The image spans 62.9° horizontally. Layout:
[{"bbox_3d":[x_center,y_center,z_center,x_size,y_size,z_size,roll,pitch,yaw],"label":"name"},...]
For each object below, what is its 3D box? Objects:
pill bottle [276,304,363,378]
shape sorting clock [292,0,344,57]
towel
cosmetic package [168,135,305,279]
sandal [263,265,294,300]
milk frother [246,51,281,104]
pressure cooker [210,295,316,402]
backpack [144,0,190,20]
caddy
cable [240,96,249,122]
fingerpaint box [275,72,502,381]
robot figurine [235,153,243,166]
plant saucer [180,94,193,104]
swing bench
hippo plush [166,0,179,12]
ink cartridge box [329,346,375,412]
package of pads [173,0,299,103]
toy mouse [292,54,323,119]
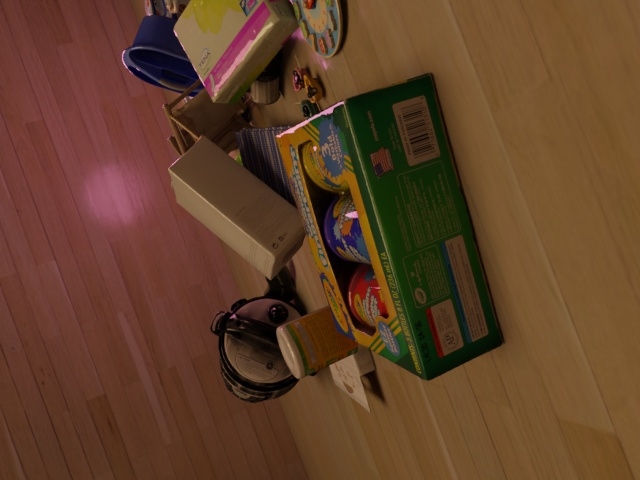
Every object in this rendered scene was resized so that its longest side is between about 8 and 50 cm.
[{"bbox_3d":[0.026,0.233,1.302,0.136,0.245,0.136,56,158,36],"label":"pill bottle"},{"bbox_3d":[-0.014,-0.455,1.005,0.206,0.040,0.206,56,158,37],"label":"shape sorting clock"},{"bbox_3d":[-0.119,-0.198,1.454,0.335,0.040,0.244,13,120,52],"label":"towel"},{"bbox_3d":[-0.231,-0.086,1.474,0.385,0.156,0.217,41,158,6],"label":"cosmetic package"},{"bbox_3d":[-0.157,0.156,2.025,0.303,0.120,0.086,99,174,-54],"label":"sandal"},{"bbox_3d":[-0.156,-0.457,1.362,0.135,0.129,0.143,102,-173,-58],"label":"milk frother"},{"bbox_3d":[-0.218,0.410,2.022,0.420,0.369,0.376,112,138,-64],"label":"pressure cooker"},{"bbox_3d":[-0.492,-0.793,1.796,0.263,0.213,0.277,-25,85,64],"label":"backpack"},{"bbox_3d":[-0.471,-0.583,1.733,0.241,0.340,0.179,155,125,-66],"label":"caddy"},{"bbox_3d":[-0.297,-0.480,1.801,0.185,0.047,0.150,68,162,8],"label":"cable"},{"bbox_3d":[0.097,-0.023,0.950,0.371,0.163,0.445,10,118,70],"label":"fingerpaint box"},{"bbox_3d":[-0.273,-0.280,1.895,0.115,0.066,0.101,-158,81,-87],"label":"robot figurine"},{"bbox_3d":[-0.469,-0.522,2.069,0.401,0.100,0.400,60,171,17],"label":"plant saucer"},{"bbox_3d":[-0.332,-0.371,1.616,0.165,0.253,0.255,40,157,3],"label":"swing bench"},{"bbox_3d":[-0.307,-0.700,1.273,0.294,0.236,0.235,4,113,71],"label":"hippo plush"},{"bbox_3d":[0.083,0.358,1.582,0.275,0.060,0.239,9,119,69],"label":"ink cartridge box"},{"bbox_3d":[-0.202,-0.495,1.202,0.296,0.101,0.229,-36,80,41],"label":"package of pads"},{"bbox_3d":[-0.031,-0.337,1.199,0.161,0.031,0.143,69,162,2],"label":"toy mouse"}]
